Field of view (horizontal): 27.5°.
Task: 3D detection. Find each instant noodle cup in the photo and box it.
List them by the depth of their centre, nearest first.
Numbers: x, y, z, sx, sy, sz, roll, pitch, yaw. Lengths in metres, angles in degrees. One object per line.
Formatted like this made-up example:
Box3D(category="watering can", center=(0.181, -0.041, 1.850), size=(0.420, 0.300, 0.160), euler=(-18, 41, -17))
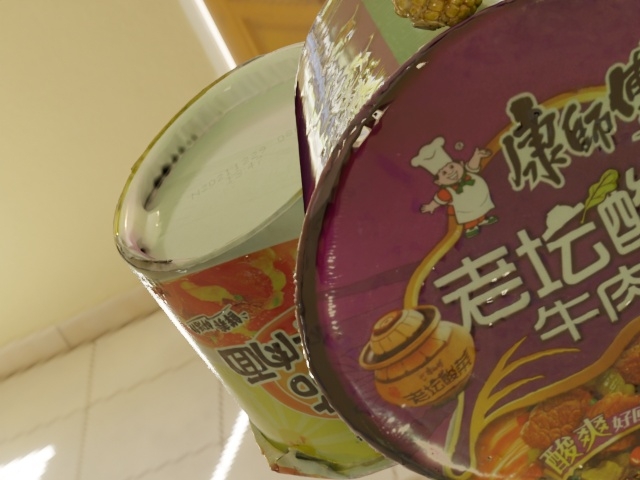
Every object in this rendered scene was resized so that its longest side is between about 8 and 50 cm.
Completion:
Box3D(category="instant noodle cup", center=(0.097, -0.035, 0.606), size=(0.251, 0.251, 0.190), euler=(-25, 31, 4))
Box3D(category="instant noodle cup", center=(0.000, 0.000, 0.893), size=(0.264, 0.200, 0.264), euler=(-26, 35, 20))

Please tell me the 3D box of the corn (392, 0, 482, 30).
Box3D(category="corn", center=(0.050, -0.123, 0.480), size=(0.037, 0.092, 0.037), euler=(9, 4, -1))
